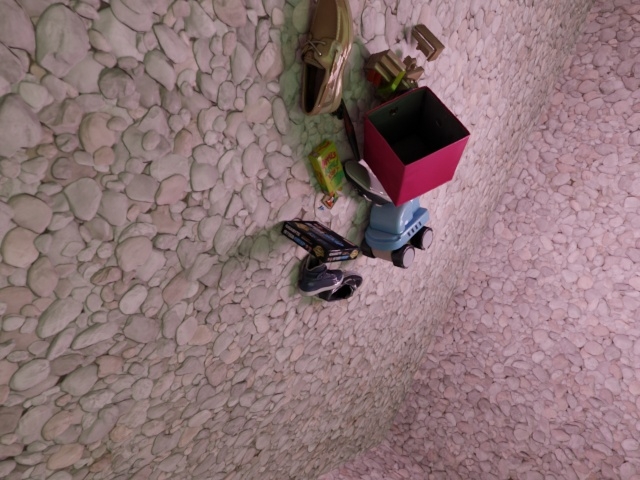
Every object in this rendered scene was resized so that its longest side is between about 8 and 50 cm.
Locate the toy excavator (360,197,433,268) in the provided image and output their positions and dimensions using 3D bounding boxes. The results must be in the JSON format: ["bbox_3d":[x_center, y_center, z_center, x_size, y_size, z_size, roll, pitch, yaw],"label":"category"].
[{"bbox_3d":[0.349,-0.168,1.769,0.433,0.222,0.444,-40,130,-30],"label":"toy excavator"}]

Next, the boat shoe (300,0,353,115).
[{"bbox_3d":[0.008,-0.521,1.165,0.110,0.122,0.340,-28,134,-39],"label":"boat shoe"}]

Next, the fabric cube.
[{"bbox_3d":[0.318,-0.325,1.452,0.254,0.259,0.258,-27,156,-8],"label":"fabric cube"}]

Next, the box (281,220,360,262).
[{"bbox_3d":[0.000,0.000,1.415,0.175,0.220,0.051,-3,119,-50],"label":"box"}]

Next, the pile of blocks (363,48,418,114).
[{"bbox_3d":[0.262,-0.506,1.466,0.112,0.149,0.362,-60,145,-4],"label":"pile of blocks"}]

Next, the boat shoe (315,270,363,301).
[{"bbox_3d":[0.104,0.205,1.778,0.301,0.102,0.108,-4,116,-49],"label":"boat shoe"}]

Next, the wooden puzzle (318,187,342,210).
[{"bbox_3d":[0.041,-0.157,1.538,0.079,0.014,0.116,30,89,-54],"label":"wooden puzzle"}]

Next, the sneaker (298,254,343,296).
[{"bbox_3d":[0.018,0.115,1.628,0.226,0.086,0.163,-20,130,-42],"label":"sneaker"}]

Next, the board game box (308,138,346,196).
[{"bbox_3d":[0.027,-0.248,1.435,0.092,0.043,0.181,-47,142,-19],"label":"board game box"}]

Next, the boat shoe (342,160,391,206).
[{"bbox_3d":[0.176,-0.205,1.595,0.303,0.091,0.114,27,50,-37],"label":"boat shoe"}]

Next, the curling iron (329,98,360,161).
[{"bbox_3d":[0.092,-0.378,1.437,0.068,0.035,0.274,-47,141,-13],"label":"curling iron"}]

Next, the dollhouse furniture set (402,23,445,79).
[{"bbox_3d":[0.343,-0.692,1.546,0.144,0.123,0.151,-31,169,-35],"label":"dollhouse furniture set"}]
